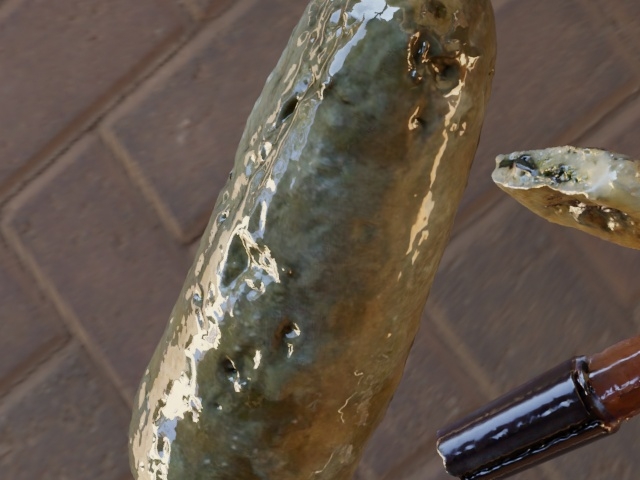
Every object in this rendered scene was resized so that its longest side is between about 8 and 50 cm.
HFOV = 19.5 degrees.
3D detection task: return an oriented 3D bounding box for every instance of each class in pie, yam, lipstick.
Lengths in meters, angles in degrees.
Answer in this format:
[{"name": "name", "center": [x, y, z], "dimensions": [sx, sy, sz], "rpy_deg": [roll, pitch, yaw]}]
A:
[{"name": "pie", "center": [0.270, -0.035, 1.695], "dimensions": [0.218, 0.185, 0.052], "rpy_deg": [2, 72, 59]}, {"name": "yam", "center": [0.000, 0.000, 0.939], "dimensions": [0.133, 0.133, 0.330], "rpy_deg": [28, 124, 12]}, {"name": "lipstick", "center": [0.284, 0.111, 1.607], "dimensions": [0.418, 0.077, 0.077], "rpy_deg": [-29, 91, 27]}]
